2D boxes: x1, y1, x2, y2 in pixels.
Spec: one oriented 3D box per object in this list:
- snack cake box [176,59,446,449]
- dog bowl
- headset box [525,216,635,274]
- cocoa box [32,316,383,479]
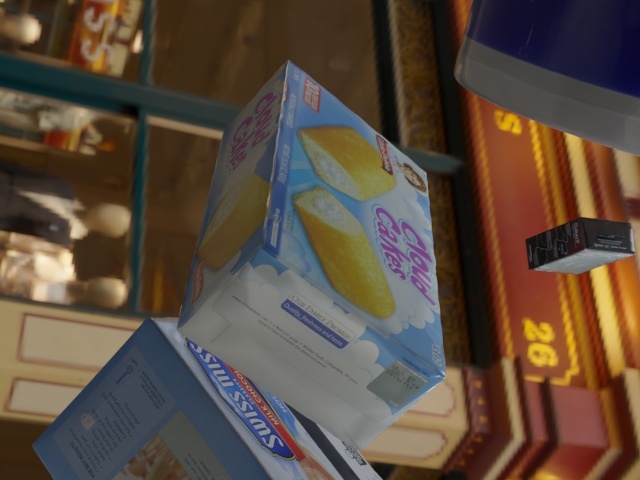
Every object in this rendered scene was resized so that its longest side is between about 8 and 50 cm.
[{"bbox_3d":[0.000,0.000,0.800,0.089,0.152,0.264,-45,-158,26],"label":"snack cake box"},{"bbox_3d":[0.222,-0.117,0.694,0.265,0.265,0.104,-127,-132,-64],"label":"dog bowl"},{"bbox_3d":[0.236,0.004,1.024,0.083,0.062,0.032,-26,-116,55],"label":"headset box"},{"bbox_3d":[-0.108,0.283,1.291,0.231,0.228,0.347,-47,-112,16],"label":"cocoa box"}]
